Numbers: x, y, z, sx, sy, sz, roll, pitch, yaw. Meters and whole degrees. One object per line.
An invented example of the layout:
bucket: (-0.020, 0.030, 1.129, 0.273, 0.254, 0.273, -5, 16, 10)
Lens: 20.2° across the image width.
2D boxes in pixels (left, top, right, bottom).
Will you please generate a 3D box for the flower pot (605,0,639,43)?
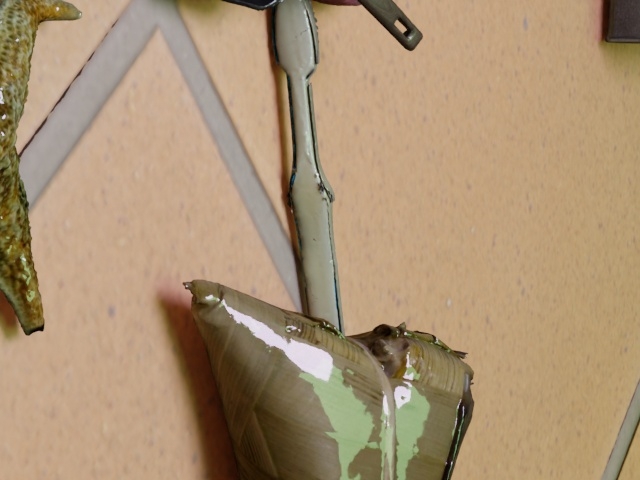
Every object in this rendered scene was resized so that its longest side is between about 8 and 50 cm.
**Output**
flower pot: (0.305, -0.217, 1.430, 0.229, 0.103, 0.108, -17, 106, -56)

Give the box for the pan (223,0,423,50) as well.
pan: (-0.027, -0.157, 0.919, 0.128, 0.048, 0.202, -35, 134, -21)

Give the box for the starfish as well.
starfish: (-0.159, -0.038, 0.741, 0.217, 0.050, 0.223, -39, 120, -41)

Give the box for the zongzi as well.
zongzi: (-0.018, 0.125, 0.944, 0.197, 0.099, 0.194, 22, 78, -40)

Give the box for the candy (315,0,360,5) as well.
candy: (0.011, -0.182, 1.003, 0.103, 0.043, 0.103, -7, 98, -61)

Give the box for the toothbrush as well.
toothbrush: (-0.002, 0.002, 1.014, 0.028, 0.026, 0.294, -40, 127, -69)
